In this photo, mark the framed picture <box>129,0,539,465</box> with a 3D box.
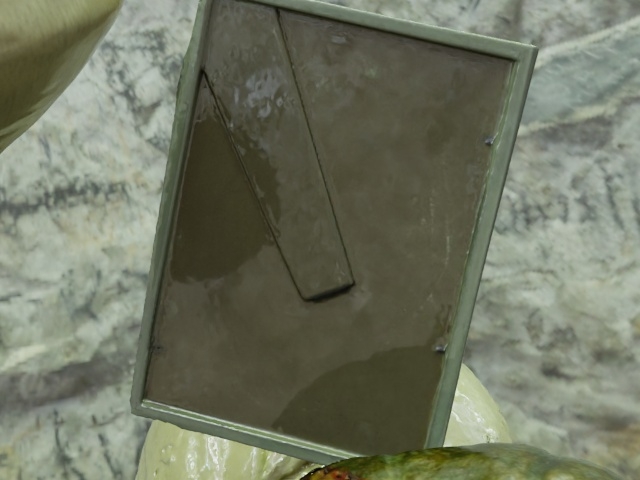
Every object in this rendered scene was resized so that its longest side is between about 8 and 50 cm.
[{"bbox_3d":[0.000,0.000,0.586,0.189,0.023,0.260,12,-80,8],"label":"framed picture"}]

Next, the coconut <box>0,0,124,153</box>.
[{"bbox_3d":[-0.208,-0.143,0.534,0.224,0.224,0.224,-8,-63,-15],"label":"coconut"}]

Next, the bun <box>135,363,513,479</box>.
[{"bbox_3d":[-0.010,0.229,0.923,0.362,0.234,0.326,-29,-96,19],"label":"bun"}]

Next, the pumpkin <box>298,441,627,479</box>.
[{"bbox_3d":[0.062,0.240,0.476,0.320,0.320,0.192,-26,-34,-5],"label":"pumpkin"}]
